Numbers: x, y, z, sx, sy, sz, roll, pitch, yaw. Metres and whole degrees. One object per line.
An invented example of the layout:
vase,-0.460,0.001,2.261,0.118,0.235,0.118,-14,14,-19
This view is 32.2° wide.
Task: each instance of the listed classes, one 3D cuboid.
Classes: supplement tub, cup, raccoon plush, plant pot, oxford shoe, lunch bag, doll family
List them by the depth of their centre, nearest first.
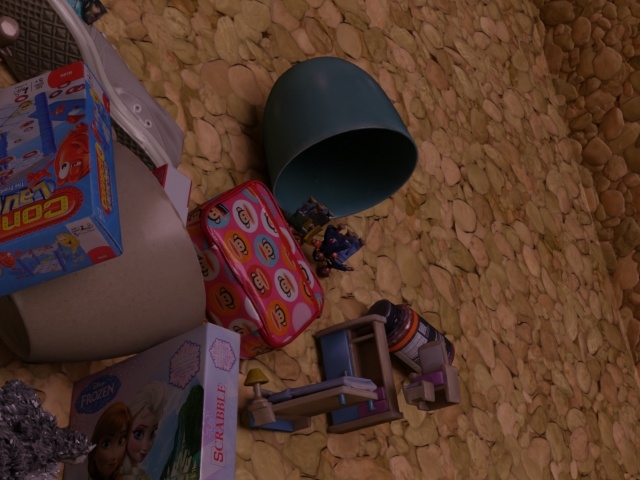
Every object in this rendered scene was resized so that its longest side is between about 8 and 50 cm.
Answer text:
raccoon plush,-0.396,0.235,1.344,0.299,0.446,0.216,-33,83,-39
cup,-0.358,0.046,1.603,0.237,0.331,0.331,-30,94,-30
oxford shoe,-0.381,-0.270,1.834,0.449,0.169,0.130,54,41,-26
lunch bag,-0.118,0.046,2.018,0.293,0.120,0.258,62,33,-7
doll family,0.000,0.000,2.187,0.193,0.111,0.076,42,8,-10
plant pot,0.019,-0.219,2.194,0.293,0.293,0.235,17,45,-44
supplement tub,0.180,0.201,2.287,0.198,0.106,0.106,40,44,-28

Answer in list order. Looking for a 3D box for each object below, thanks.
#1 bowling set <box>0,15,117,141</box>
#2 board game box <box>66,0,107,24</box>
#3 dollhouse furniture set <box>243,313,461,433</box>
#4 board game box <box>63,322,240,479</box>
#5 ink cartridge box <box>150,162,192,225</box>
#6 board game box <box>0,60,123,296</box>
bowling set,-0.481,-0.184,1.712,0.287,0.154,0.200,52,58,-18
board game box,-0.467,-0.450,1.939,0.186,0.026,0.126,54,39,-14
dollhouse furniture set,0.045,0.214,1.970,0.303,0.287,0.198,21,54,-56
board game box,-0.244,0.310,1.548,0.066,0.319,0.317,27,50,-39
ink cartridge box,-0.290,-0.046,1.827,0.063,0.151,0.109,35,47,-39
board game box,-0.430,-0.068,1.484,0.086,0.308,0.301,65,8,-49
